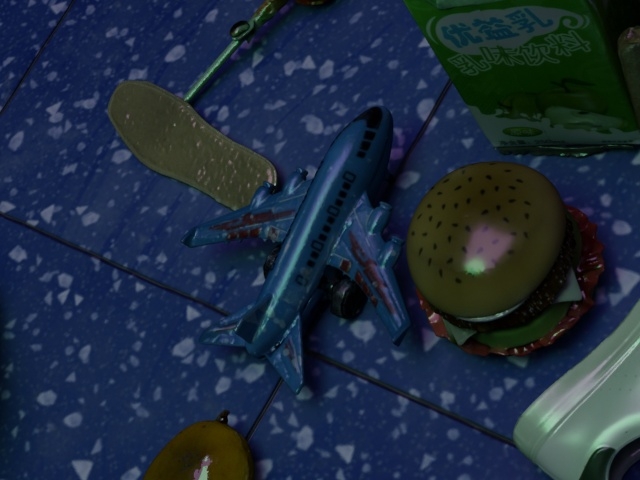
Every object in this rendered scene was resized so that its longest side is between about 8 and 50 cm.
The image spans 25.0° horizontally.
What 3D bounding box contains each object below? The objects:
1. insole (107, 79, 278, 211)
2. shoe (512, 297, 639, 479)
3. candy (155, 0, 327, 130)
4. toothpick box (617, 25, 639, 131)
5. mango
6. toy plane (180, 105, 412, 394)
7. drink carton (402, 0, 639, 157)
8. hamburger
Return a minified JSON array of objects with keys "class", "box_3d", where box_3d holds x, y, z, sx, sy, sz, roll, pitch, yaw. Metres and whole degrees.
[{"class":"insole","box_3d":[-0.137,-0.097,1.490,0.248,0.011,0.081,32,97,33]},{"class":"shoe","box_3d":[0.282,0.109,1.159,0.265,0.095,0.110,-43,59,6]},{"class":"candy","box_3d":[-0.077,-0.223,1.520,0.288,0.078,0.084,-46,58,6]},{"class":"toothpick box","box_3d":[0.373,-0.236,1.250,0.187,0.190,0.308,-3,58,24]},{"class":"mango","box_3d":[-0.121,0.238,1.289,0.101,0.066,0.187,26,84,34]},{"class":"toy plane","box_3d":[0.000,0.000,1.333,0.254,0.105,0.271,24,75,32]},{"class":"drink carton","box_3d":[0.189,-0.184,1.242,0.161,0.271,0.108,1,64,27]},{"class":"hamburger","box_3d":[0.147,0.010,1.241,0.175,0.137,0.175,-13,58,22]}]
